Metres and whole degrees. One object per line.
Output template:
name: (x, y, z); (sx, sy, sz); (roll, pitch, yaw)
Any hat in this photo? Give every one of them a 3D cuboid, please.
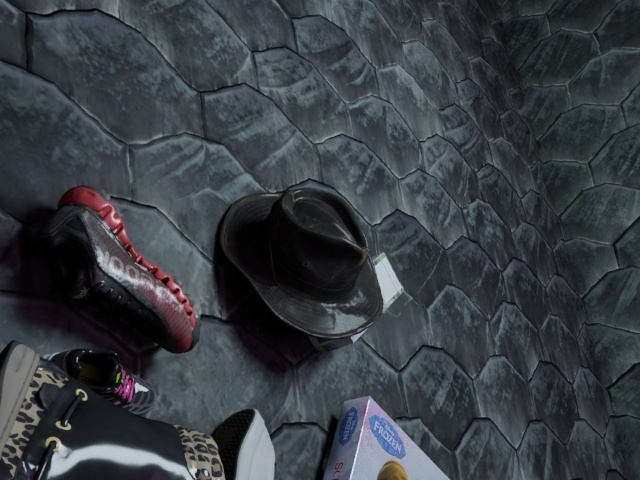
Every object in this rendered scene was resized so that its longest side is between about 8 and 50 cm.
hat: (0.000, 0.000, 1.236); (0.331, 0.134, 0.331); (22, 40, -19)

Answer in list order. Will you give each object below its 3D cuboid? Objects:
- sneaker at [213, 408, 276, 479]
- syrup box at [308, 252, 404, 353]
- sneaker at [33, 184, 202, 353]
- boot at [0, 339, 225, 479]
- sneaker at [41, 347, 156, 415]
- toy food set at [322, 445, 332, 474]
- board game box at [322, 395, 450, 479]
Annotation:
sneaker: (-0.118, 0.361, 0.966); (0.123, 0.106, 0.290); (64, 25, -16)
syrup box: (0.062, 0.118, 1.377); (0.237, 0.096, 0.093); (-35, 99, -53)
sneaker: (-0.275, 0.064, 0.954); (0.276, 0.097, 0.135); (53, 36, -16)
boot: (-0.241, 0.292, 0.725); (0.284, 0.138, 0.377); (30, 22, -26)
sneaker: (-0.270, 0.182, 0.909); (0.170, 0.075, 0.063); (36, 45, -38)
toy food set: (0.034, 0.400, 1.244); (0.083, 0.020, 0.082); (58, 35, -12)
board game box: (0.118, 0.493, 1.230); (0.319, 0.066, 0.318); (49, 39, -27)
